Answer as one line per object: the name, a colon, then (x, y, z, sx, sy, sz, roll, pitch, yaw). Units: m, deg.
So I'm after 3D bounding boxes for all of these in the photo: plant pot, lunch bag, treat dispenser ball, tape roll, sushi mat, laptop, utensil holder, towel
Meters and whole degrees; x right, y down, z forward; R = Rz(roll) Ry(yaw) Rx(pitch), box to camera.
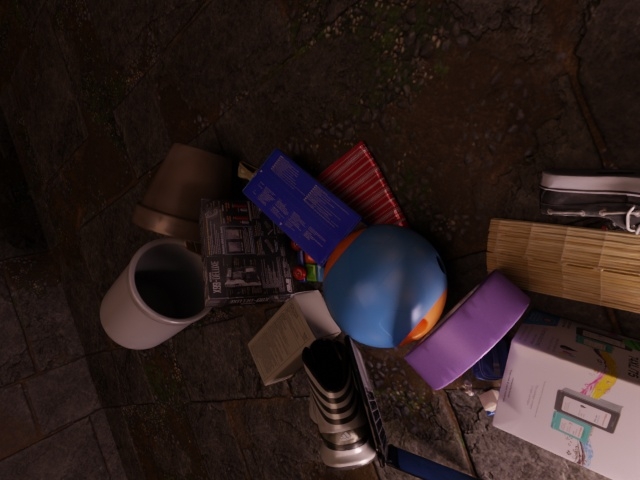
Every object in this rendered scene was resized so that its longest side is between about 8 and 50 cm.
plant pot: (-0.417, -0.158, 1.360, 0.323, 0.323, 0.280, 20, 96, 32)
lunch bag: (0.387, 0.264, 0.939, 0.065, 0.067, 0.098, 99, 174, -65)
treat dispenser ball: (0.149, 0.105, 0.971, 0.288, 0.288, 0.288, 10, 107, 35)
tape roll: (0.306, 0.187, 0.878, 0.090, 0.275, 0.274, 46, 124, 16)
sushi mat: (0.496, 0.044, 0.839, 0.317, 0.019, 0.151, 11, 109, 43)
laptop: (0.239, 0.417, 0.979, 0.236, 0.382, 0.407, -17, 67, 3)
utensil holder: (-0.623, 0.214, 1.572, 0.385, 0.328, 0.327, -34, 80, 39)
towel: (0.105, -0.100, 1.120, 0.199, 0.031, 0.274, -33, 81, 37)

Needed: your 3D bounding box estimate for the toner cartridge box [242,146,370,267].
toner cartridge box: (-0.048, -0.091, 1.131, 0.348, 0.075, 0.165, 43, 96, 27)

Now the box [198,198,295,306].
box: (-0.219, 0.031, 1.201, 0.076, 0.243, 0.307, 133, 131, -56)

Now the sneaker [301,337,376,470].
sneaker: (0.042, 0.369, 1.095, 0.169, 0.447, 0.257, -9, 89, -6)

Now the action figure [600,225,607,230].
action figure: (0.563, 0.027, 0.803, 0.038, 0.030, 0.115, -14, 90, 43)

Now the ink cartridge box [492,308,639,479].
ink cartridge box: (0.511, 0.290, 0.798, 0.270, 0.198, 0.197, 16, 110, 33)

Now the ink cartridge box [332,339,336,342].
ink cartridge box: (0.032, 0.370, 1.292, 0.063, 0.029, 0.115, 34, 119, 27)

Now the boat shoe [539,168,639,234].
boat shoe: (0.552, -0.066, 0.735, 0.306, 0.113, 0.104, 10, 114, 38)

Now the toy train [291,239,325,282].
toy train: (0.000, 0.000, 1.187, 0.143, 0.105, 0.247, 4, 104, 26)

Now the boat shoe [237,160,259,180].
boat shoe: (-0.207, -0.216, 1.317, 0.153, 0.056, 0.048, 23, 119, 40)

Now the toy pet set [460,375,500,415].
toy pet set: (0.410, 0.347, 0.993, 0.122, 0.065, 0.114, -40, 44, 27)

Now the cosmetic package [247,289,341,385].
cosmetic package: (-0.092, 0.309, 1.303, 0.309, 0.113, 0.160, -48, 59, 34)

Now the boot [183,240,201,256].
boot: (-0.391, 0.036, 1.493, 0.077, 0.213, 0.165, -62, 20, -4)
